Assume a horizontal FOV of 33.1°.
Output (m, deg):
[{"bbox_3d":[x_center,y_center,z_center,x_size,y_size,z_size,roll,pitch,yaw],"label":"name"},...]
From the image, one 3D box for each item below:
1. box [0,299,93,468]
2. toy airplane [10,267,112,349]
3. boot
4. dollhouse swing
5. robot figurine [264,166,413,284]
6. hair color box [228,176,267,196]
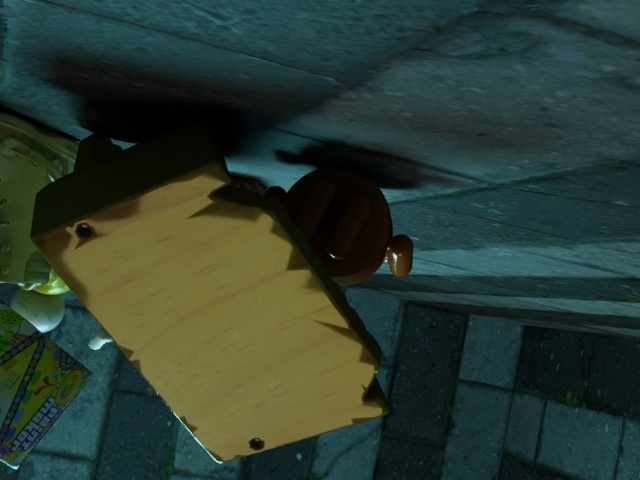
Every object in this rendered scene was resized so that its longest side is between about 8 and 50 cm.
[{"bbox_3d":[-0.527,0.133,1.506,0.290,0.177,0.279,28,163,35],"label":"box"},{"bbox_3d":[-0.410,0.025,1.764,0.384,0.272,0.386,26,-174,-28],"label":"toy airplane"},{"bbox_3d":[-0.401,-0.050,1.292,0.095,0.203,0.262,9,175,24],"label":"boot"},{"bbox_3d":[-0.105,0.010,1.205,0.315,0.305,0.346,-20,120,24],"label":"dollhouse swing"},{"bbox_3d":[0.021,-0.012,1.230,0.158,0.128,0.219,-11,173,3],"label":"robot figurine"},{"bbox_3d":[-0.163,-0.064,1.484,0.167,0.053,0.093,12,174,9],"label":"hair color box"}]
